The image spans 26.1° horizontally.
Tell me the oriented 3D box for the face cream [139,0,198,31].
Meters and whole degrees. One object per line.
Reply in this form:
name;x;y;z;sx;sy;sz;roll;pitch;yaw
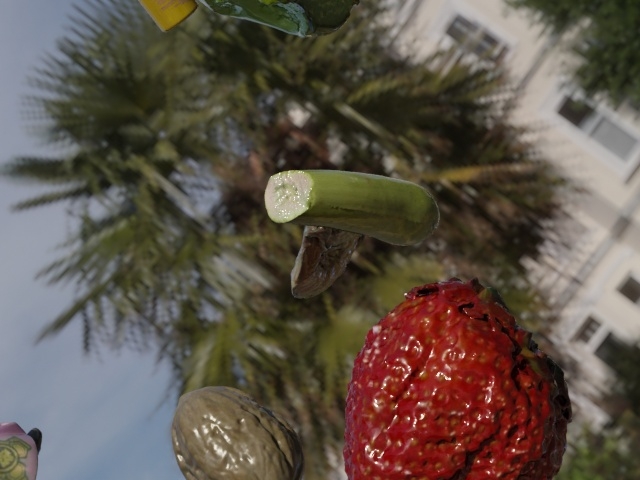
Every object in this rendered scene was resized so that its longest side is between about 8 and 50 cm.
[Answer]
face cream;-0.312;-0.474;2.279;0.078;0.273;0.078;-34;17;12

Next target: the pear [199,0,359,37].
pear;-0.103;-0.398;1.954;0.292;0.292;0.159;63;-132;-75

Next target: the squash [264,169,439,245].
squash;0.049;-0.040;1.643;0.250;0.083;0.083;7;-56;-44

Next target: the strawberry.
strawberry;0.133;0.202;1.511;0.288;0.250;0.238;-50;-36;-16

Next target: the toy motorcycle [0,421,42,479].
toy motorcycle;-0.337;0.271;1.405;0.327;0.188;0.143;61;-156;-56

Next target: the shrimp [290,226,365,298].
shrimp;0.000;0.000;1.953;0.164;0.062;0.317;-60;-16;-10

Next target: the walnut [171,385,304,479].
walnut;-0.127;0.307;2.037;0.178;0.230;0.178;-41;-20;-19
